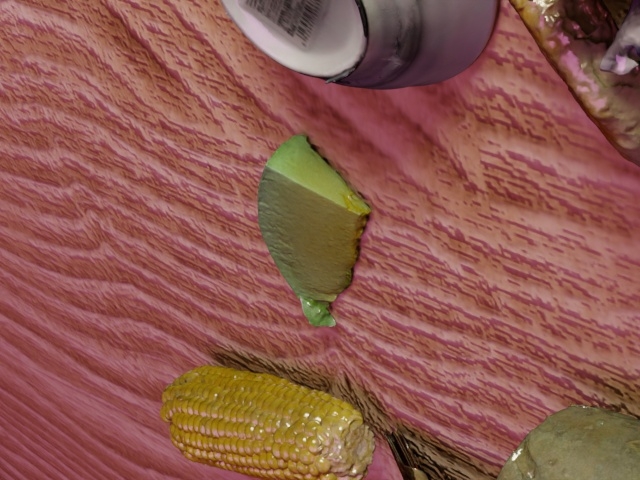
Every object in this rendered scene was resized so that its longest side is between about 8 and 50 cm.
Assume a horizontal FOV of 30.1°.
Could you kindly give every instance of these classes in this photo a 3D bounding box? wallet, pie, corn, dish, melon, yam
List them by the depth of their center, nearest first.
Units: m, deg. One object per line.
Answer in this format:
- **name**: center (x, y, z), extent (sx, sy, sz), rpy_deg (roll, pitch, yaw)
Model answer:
- **pie**: center (0.147, -0.122, 0.690), extent (0.195, 0.046, 0.195), rpy_deg (49, -165, -17)
- **dish**: center (-0.006, -0.193, 0.852), extent (0.260, 0.085, 0.260), rpy_deg (30, 149, 20)
- **yam**: center (0.279, 0.231, 0.940), extent (0.268, 0.161, 0.161), rpy_deg (15, 137, 46)
- **melon**: center (0.000, 0.001, 1.165), extent (0.114, 0.053, 0.262), rpy_deg (16, 146, 15)
- **wallet**: center (0.127, 0.303, 1.250), extent (0.232, 0.031, 0.122), rpy_deg (-118, 4, -55)
- **corn**: center (-0.073, 0.223, 1.423), extent (0.347, 0.130, 0.130), rpy_deg (5, 130, 47)

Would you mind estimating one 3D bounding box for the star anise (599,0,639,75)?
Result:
- **star anise**: center (0.206, -0.147, 0.560), extent (0.236, 0.093, 0.229), rpy_deg (-1, 107, 3)
